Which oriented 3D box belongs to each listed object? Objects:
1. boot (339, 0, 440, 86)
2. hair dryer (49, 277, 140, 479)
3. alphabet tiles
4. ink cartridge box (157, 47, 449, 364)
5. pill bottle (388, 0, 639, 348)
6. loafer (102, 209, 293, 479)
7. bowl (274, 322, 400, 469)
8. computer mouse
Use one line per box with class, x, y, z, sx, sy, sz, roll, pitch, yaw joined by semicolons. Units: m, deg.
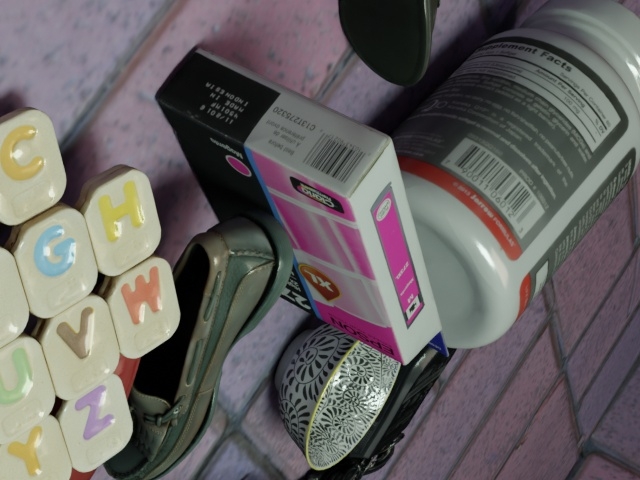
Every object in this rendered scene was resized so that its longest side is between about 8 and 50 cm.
boot;0.118;-0.282;1.152;0.229;0.091;0.263;-42;146;-35
hair dryer;-0.213;0.113;0.937;0.293;0.080;0.223;-41;147;-38
alphabet tiles;-0.209;0.067;0.870;0.284;0.021;0.278;-33;128;-35
ink cartridge box;0.000;0.000;1.111;0.069;0.176;0.371;-55;154;-16
pill bottle;0.191;-0.080;1.352;0.363;0.210;0.210;-45;150;-32
loafer;-0.119;0.086;1.052;0.084;0.096;0.267;-7;135;-53
bowl;0.006;0.140;1.379;0.170;0.080;0.170;-43;148;-34
computer mouse;0.068;0.182;1.564;0.188;0.072;0.272;-23;147;-57
